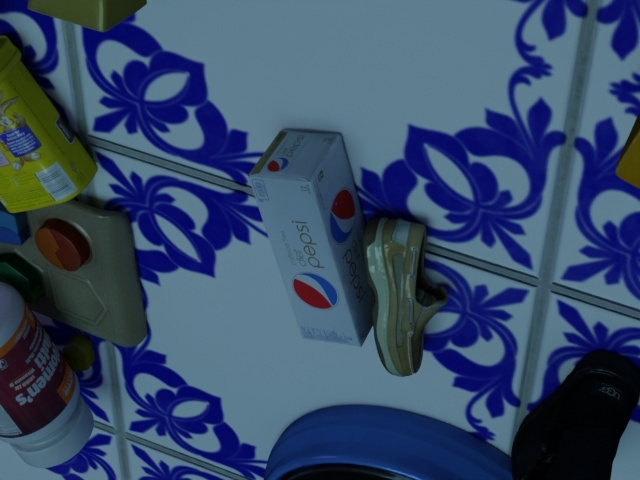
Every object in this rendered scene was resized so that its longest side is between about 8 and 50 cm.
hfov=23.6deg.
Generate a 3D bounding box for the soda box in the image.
[{"bbox_3d":[0.000,0.000,1.481,0.069,0.074,0.216,7,134,27],"label":"soda box"}]

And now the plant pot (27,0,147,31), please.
[{"bbox_3d":[-0.204,-0.246,1.362,0.081,0.081,0.083,19,122,15],"label":"plant pot"}]

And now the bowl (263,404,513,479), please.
[{"bbox_3d":[0.106,0.352,1.767,0.391,0.077,0.391,17,138,16],"label":"bowl"}]

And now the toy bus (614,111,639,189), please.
[{"bbox_3d":[0.324,-0.148,1.086,0.108,0.130,0.332,28,140,6],"label":"toy bus"}]

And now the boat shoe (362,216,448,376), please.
[{"bbox_3d":[0.089,0.061,1.498,0.072,0.068,0.190,1,132,16],"label":"boat shoe"}]

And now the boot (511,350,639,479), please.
[{"bbox_3d":[0.221,0.246,1.488,0.094,0.207,0.246,28,140,5],"label":"boot"}]

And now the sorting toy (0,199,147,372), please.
[{"bbox_3d":[-0.311,0.056,1.756,0.229,0.041,0.307,16,137,18],"label":"sorting toy"}]

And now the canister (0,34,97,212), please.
[{"bbox_3d":[-0.320,-0.114,1.568,0.126,0.073,0.170,-9,127,37],"label":"canister"}]

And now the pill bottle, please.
[{"bbox_3d":[-0.355,0.160,1.784,0.121,0.121,0.221,3,138,30],"label":"pill bottle"}]
